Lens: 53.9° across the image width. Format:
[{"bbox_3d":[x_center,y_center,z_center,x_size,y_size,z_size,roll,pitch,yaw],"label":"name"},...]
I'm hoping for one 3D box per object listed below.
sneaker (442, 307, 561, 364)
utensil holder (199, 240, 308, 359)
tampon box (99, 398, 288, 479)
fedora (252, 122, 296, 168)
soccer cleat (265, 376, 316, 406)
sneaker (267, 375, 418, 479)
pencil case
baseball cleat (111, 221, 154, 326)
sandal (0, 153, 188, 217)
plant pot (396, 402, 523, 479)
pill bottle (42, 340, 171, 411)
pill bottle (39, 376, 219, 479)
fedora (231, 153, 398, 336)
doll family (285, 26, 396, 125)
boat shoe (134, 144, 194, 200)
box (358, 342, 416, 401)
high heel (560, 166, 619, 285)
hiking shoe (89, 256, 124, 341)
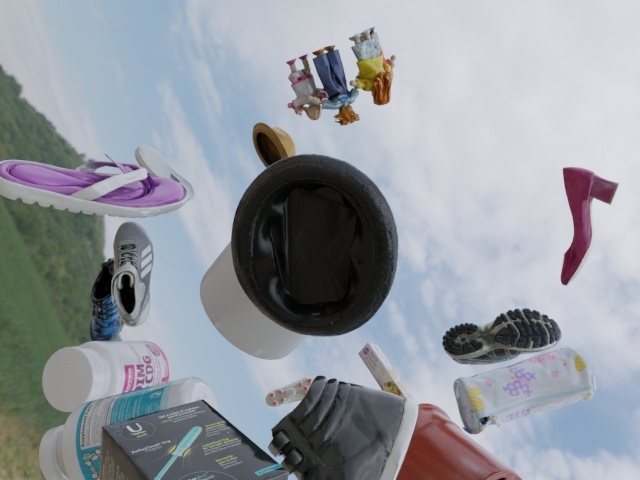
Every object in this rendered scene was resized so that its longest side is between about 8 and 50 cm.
[{"bbox_3d":[0.453,0.250,1.572,0.122,0.282,0.110,57,29,-49],"label":"sneaker"},{"bbox_3d":[-0.063,0.061,1.538,0.385,0.327,0.328,-47,-116,26],"label":"utensil holder"},{"bbox_3d":[-0.128,0.246,0.616,0.161,0.120,0.102,21,-71,47],"label":"tampon box"},{"bbox_3d":[-0.137,-0.297,2.011,0.194,0.079,0.194,37,-33,30],"label":"fedora"},{"bbox_3d":[-0.069,0.449,1.875,0.076,0.196,0.068,121,-44,-75],"label":"soccer cleat"},{"bbox_3d":[-0.008,0.283,0.685,0.146,0.296,0.105,23,-29,4],"label":"sneaker"},{"bbox_3d":[0.405,0.299,1.263,0.124,0.272,0.114,160,-84,-80],"label":"pencil case"},{"bbox_3d":[-0.331,0.045,1.107,0.109,0.072,0.206,102,-24,-65],"label":"baseball cleat"},{"bbox_3d":[-0.472,-0.130,1.348,0.169,0.416,0.102,51,-51,43],"label":"sandal"},{"bbox_3d":[0.284,0.539,1.383,0.265,0.272,0.273,19,-50,57],"label":"plant pot"},{"bbox_3d":[-0.483,0.310,1.444,0.160,0.160,0.283,58,12,17],"label":"pill bottle"},{"bbox_3d":[-0.300,0.314,0.996,0.146,0.263,0.146,-16,90,-82],"label":"pill bottle"},{"bbox_3d":[0.000,0.000,1.140,0.152,0.333,0.334,-48,120,-67],"label":"fedora"},{"bbox_3d":[0.059,-0.331,1.310,0.163,0.262,0.118,69,-10,-18],"label":"doll family"},{"bbox_3d":[-0.429,-0.167,1.681,0.219,0.070,0.078,49,31,-45],"label":"boat shoe"},{"bbox_3d":[0.246,0.508,2.288,0.067,0.063,0.324,28,18,-41],"label":"box"},{"bbox_3d":[0.527,-0.032,1.331,0.117,0.082,0.244,24,-80,25],"label":"high heel"},{"bbox_3d":[-0.642,0.178,1.867,0.113,0.132,0.304,23,-78,18],"label":"hiking shoe"}]
